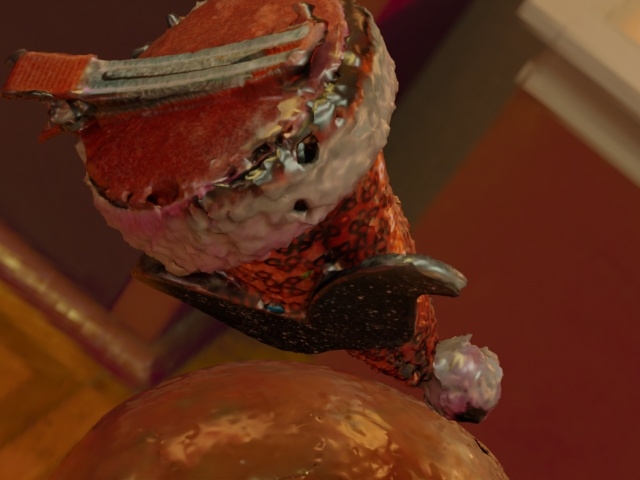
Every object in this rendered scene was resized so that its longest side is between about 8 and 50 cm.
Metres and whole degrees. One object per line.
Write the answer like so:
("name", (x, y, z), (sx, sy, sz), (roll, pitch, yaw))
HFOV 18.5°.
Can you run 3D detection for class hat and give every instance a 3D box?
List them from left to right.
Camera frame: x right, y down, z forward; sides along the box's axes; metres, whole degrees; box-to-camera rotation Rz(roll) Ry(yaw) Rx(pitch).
("hat", (-0.003, 0.003, 0.752), (0.227, 0.140, 0.129), (52, 25, -35))

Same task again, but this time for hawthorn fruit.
("hawthorn fruit", (-0.020, 0.195, 0.977), (0.316, 0.316, 0.316), (24, 34, -18))
